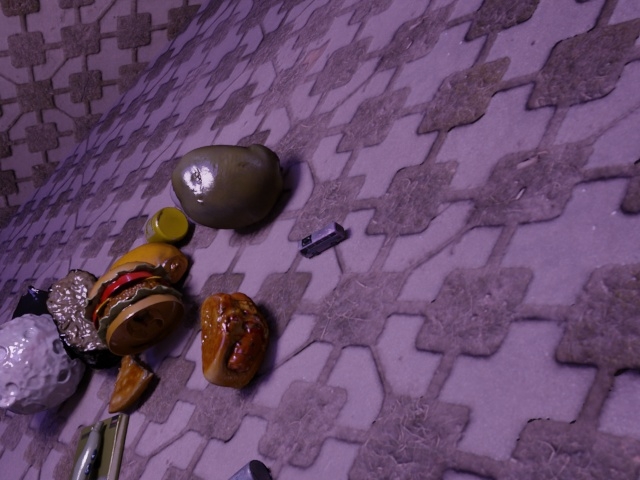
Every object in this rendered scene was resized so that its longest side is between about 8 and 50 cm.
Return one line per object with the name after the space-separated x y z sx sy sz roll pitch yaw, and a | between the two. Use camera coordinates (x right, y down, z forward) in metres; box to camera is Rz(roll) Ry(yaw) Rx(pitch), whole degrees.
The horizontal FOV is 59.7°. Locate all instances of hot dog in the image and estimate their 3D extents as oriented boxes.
-0.214 0.227 1.385 0.153 0.150 0.256 -44 39 29 | hot dog

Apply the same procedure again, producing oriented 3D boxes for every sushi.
-0.752 0.251 1.800 0.211 0.170 0.350 -30 63 -22 | sushi

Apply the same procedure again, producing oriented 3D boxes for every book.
-0.662 0.696 1.600 0.239 0.035 0.352 -27 47 32 | book

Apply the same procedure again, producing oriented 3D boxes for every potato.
-0.269 -0.155 1.620 0.327 0.221 0.243 -1 80 4 | potato

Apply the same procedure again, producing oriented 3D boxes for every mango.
-0.582 0.102 1.856 0.360 0.144 0.186 -24 53 26 | mango

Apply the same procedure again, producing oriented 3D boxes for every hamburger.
-0.555 0.184 1.647 0.274 0.274 0.212 -46 63 12 | hamburger

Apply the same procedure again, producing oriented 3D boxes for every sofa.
-1.101 0.333 2.202 0.182 0.200 0.258 -48 39 28 | sofa

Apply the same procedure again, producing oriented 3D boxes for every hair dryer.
-0.605 0.648 1.489 0.296 0.119 0.298 1 54 38 | hair dryer

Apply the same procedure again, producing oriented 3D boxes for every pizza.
-0.564 0.411 1.684 0.201 0.053 0.193 -39 42 24 | pizza

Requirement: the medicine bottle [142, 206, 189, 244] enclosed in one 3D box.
-0.551 -0.030 1.931 0.213 0.122 0.121 -25 46 50 | medicine bottle

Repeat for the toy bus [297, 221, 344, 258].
0.000 0.000 1.393 0.131 0.052 0.036 -28 48 30 | toy bus

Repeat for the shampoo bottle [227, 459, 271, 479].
-0.199 0.555 1.196 0.214 0.072 0.072 -43 40 15 | shampoo bottle

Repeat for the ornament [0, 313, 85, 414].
-0.962 0.413 1.888 0.337 0.337 0.336 -26 47 32 | ornament

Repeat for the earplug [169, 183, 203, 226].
-0.426 -0.156 1.877 0.172 0.172 0.301 -60 32 -5 | earplug
